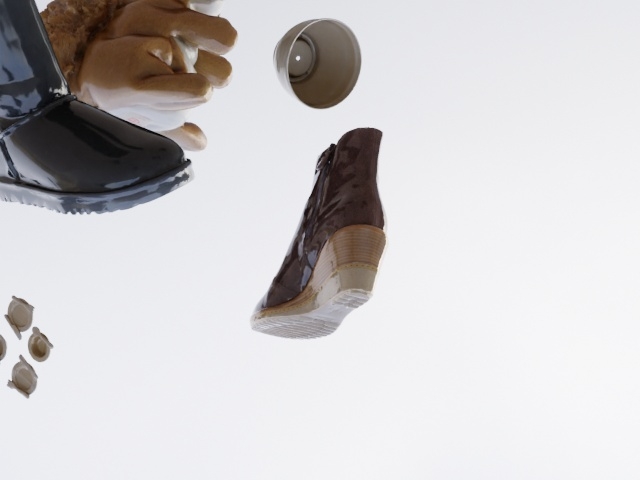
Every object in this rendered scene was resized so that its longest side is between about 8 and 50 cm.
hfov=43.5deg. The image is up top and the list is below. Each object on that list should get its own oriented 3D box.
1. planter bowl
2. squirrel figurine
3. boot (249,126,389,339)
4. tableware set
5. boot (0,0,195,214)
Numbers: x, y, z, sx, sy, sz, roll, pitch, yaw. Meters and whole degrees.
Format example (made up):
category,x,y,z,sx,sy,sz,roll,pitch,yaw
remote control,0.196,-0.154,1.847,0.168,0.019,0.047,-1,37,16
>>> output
category,x,y,z,sx,sy,sz,roll,pitch,yaw
planter bowl,-0.021,-0.329,1.470,0.162,0.162,0.109,-26,-149,-26
squirrel figurine,-0.348,-0.399,1.494,0.397,0.281,0.370,7,-105,-1
boot,0.000,0.000,0.957,0.090,0.248,0.207,18,-119,-27
tableware set,-0.546,0.194,1.454,0.141,0.168,0.020,42,-158,18
boot,-0.369,-0.263,1.026,0.367,0.445,0.146,3,-153,31
